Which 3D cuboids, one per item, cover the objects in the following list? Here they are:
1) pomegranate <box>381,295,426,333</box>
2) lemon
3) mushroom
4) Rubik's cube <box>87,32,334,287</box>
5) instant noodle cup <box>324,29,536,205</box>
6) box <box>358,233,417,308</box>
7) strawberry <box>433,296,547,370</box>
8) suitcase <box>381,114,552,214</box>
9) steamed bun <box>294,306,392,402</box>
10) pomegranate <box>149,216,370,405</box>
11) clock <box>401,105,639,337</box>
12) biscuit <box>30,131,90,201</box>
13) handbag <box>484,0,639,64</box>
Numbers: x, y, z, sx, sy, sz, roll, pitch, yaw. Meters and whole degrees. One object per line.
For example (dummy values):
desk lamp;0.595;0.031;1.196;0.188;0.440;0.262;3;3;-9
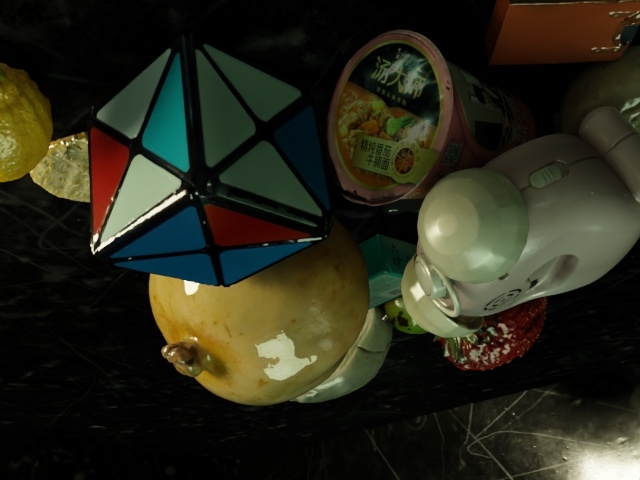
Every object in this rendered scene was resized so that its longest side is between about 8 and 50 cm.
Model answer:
pomegranate;0.223;0.122;1.824;0.156;0.156;0.220;-1;142;-14
lemon;-0.423;-0.155;1.037;0.142;0.142;0.187;2;148;-19
mushroom;0.464;-0.168;1.162;0.207;0.215;0.207;-8;162;-3
Rubik's cube;-0.156;-0.098;1.108;0.248;0.250;0.246;-29;148;35
instant noodle cup;0.172;-0.155;1.132;0.255;0.244;0.244;5;154;-41
box;0.100;0.083;1.767;0.153;0.092;0.245;15;148;-42
strawberry;0.425;0.184;1.913;0.288;0.239;0.250;-5;162;-30
suitcase;0.244;-0.126;1.375;0.285;0.066;0.206;-7;156;0
steamed bun;0.000;0.302;2.049;0.383;0.236;0.247;-12;157;11
pomegranate;-0.122;0.104;1.403;0.411;0.411;0.411;-6;156;-3
clock;0.275;-0.007;1.108;0.325;0.184;0.342;-21;150;-12
biscuit;-0.357;-0.113;1.276;0.219;0.033;0.220;-6;157;-2
handbag;0.325;-0.290;1.048;0.190;0.063;0.127;-2;155;-2
